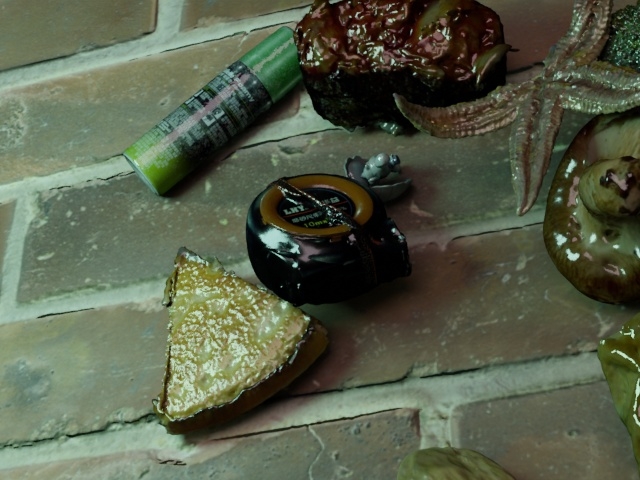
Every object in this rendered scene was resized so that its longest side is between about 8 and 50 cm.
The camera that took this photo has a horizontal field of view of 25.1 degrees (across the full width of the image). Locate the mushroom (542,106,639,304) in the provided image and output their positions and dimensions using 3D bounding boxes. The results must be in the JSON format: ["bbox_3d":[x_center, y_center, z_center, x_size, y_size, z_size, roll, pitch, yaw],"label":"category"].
[{"bbox_3d":[0.406,-0.072,1.862,0.267,0.254,0.267,-11,42,11],"label":"mushroom"}]

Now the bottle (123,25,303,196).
[{"bbox_3d":[-0.155,-0.206,2.265,0.330,0.093,0.093,-40,52,-8],"label":"bottle"}]

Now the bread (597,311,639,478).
[{"bbox_3d":[0.458,0.193,1.680,0.238,0.196,0.252,-27,54,3],"label":"bread"}]

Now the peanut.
[{"bbox_3d":[0.139,0.349,1.739,0.233,0.110,0.197,-38,51,-14],"label":"peanut"}]

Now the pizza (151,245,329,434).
[{"bbox_3d":[-0.157,0.155,2.025,0.288,0.074,0.251,30,71,36],"label":"pizza"}]

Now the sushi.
[{"bbox_3d":[0.130,-0.265,2.134,0.343,0.182,0.196,0,72,16],"label":"sushi"}]

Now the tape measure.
[{"bbox_3d":[0.000,0.000,2.012,0.202,0.135,0.223,-15,39,-18],"label":"tape measure"}]

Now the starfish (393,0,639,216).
[{"bbox_3d":[0.300,-0.216,1.911,0.398,0.132,0.384,-26,29,-6],"label":"starfish"}]

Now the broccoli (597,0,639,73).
[{"bbox_3d":[0.493,-0.232,1.981,0.226,0.198,0.176,8,15,-1],"label":"broccoli"}]

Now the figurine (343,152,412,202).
[{"bbox_3d":[0.090,-0.097,2.105,0.086,0.094,0.082,-22,87,41],"label":"figurine"}]
